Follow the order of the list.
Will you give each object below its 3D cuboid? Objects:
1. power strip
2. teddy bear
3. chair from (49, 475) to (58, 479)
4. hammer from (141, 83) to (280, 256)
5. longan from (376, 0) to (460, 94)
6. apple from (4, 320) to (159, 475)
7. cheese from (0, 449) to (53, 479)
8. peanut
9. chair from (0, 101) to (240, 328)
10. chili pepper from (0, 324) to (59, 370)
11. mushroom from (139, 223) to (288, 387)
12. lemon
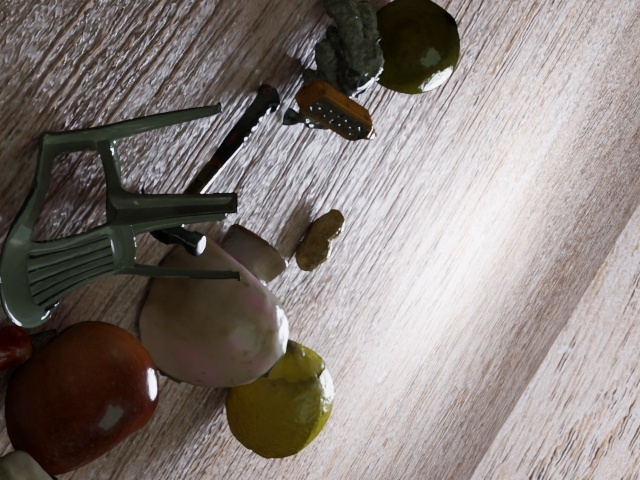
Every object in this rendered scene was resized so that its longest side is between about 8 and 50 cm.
[{"bbox_3d":[0.029,-0.174,1.958,0.049,0.028,0.178,-32,148,22],"label":"power strip"},{"bbox_3d":[0.035,-0.238,1.982,0.133,0.111,0.213,-1,117,-58],"label":"teddy bear"},{"bbox_3d":[-0.388,0.356,1.838,0.084,0.101,0.212,-59,156,-1],"label":"chair"},{"bbox_3d":[-0.133,-0.103,1.842,0.288,0.111,0.033,-54,159,-32],"label":"hammer"},{"bbox_3d":[0.124,-0.284,2.088,0.154,0.176,0.145,30,47,-48],"label":"longan"},{"bbox_3d":[-0.301,0.189,1.744,0.201,0.162,0.201,-31,175,-3],"label":"apple"},{"bbox_3d":[-0.440,0.352,1.568,0.318,0.115,0.326,-30,178,-17],"label":"cheese"},{"bbox_3d":[0.000,0.000,2.245,0.113,0.054,0.054,-58,156,4],"label":"peanut"},{"bbox_3d":[-0.233,-0.021,1.619,0.274,0.191,0.203,-8,138,-7],"label":"chair"},{"bbox_3d":[-0.394,0.137,1.650,0.191,0.050,0.059,-20,138,-40],"label":"chili pepper"},{"bbox_3d":[-0.130,0.092,1.967,0.236,0.162,0.173,-54,157,-16],"label":"mushroom"},{"bbox_3d":[-0.067,0.256,2.257,0.193,0.180,0.180,-53,156,6],"label":"lemon"}]
